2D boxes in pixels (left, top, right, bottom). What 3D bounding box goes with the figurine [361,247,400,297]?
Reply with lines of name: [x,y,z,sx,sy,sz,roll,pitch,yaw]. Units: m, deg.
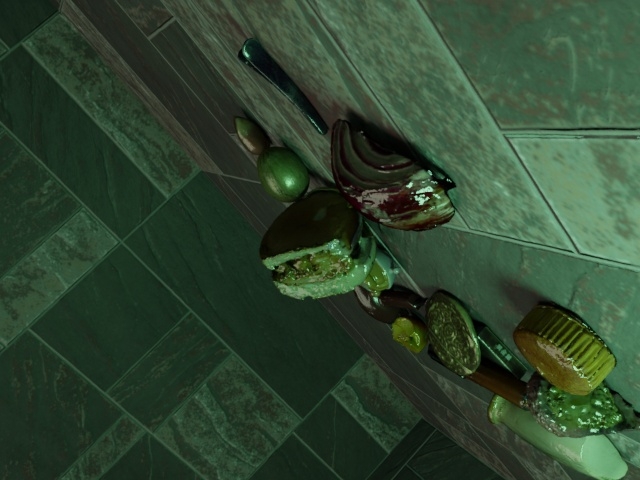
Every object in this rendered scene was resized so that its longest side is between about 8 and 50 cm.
figurine: [0.150,0.078,1.999,0.193,0.133,0.274,62,178,0]

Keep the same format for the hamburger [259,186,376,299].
hamburger: [0.000,0.000,1.834,0.318,0.276,0.195,-11,133,28]

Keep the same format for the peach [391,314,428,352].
peach: [0.323,0.328,2.273,0.151,0.118,0.151,27,123,51]

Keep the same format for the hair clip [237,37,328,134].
hair clip: [-0.081,-0.343,1.492,0.275,0.048,0.083,46,165,-11]

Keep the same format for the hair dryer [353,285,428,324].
hair dryer: [0.213,0.158,2.125,0.312,0.123,0.340,47,158,-20]

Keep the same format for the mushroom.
mushroom: [0.638,0.525,1.814,0.154,0.137,0.407,37,169,-35]

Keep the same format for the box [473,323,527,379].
box: [0.453,0.312,1.910,0.180,0.047,0.325,45,169,-8]

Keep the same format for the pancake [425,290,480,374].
pancake: [0.365,0.257,1.830,0.250,0.031,0.250,165,90,-69]

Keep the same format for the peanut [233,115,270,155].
peanut: [-0.214,-0.322,1.987,0.152,0.076,0.076,47,169,-21]

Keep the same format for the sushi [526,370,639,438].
sushi: [0.566,0.372,1.425,0.241,0.161,0.107,44,168,11]

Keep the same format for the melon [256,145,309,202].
melon: [-0.105,-0.186,1.895,0.192,0.139,0.139,53,167,-21]

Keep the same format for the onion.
onion: [0.139,-0.091,1.365,0.314,0.146,0.280,30,166,40]

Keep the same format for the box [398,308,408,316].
box: [0.261,0.236,2.373,0.091,0.031,0.126,52,168,-30]

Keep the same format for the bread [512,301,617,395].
bread: [0.490,0.228,1.334,0.199,0.104,0.199,42,166,13]

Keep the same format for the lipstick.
lipstick: [0.455,0.375,1.827,0.077,0.077,0.418,51,165,-29]
